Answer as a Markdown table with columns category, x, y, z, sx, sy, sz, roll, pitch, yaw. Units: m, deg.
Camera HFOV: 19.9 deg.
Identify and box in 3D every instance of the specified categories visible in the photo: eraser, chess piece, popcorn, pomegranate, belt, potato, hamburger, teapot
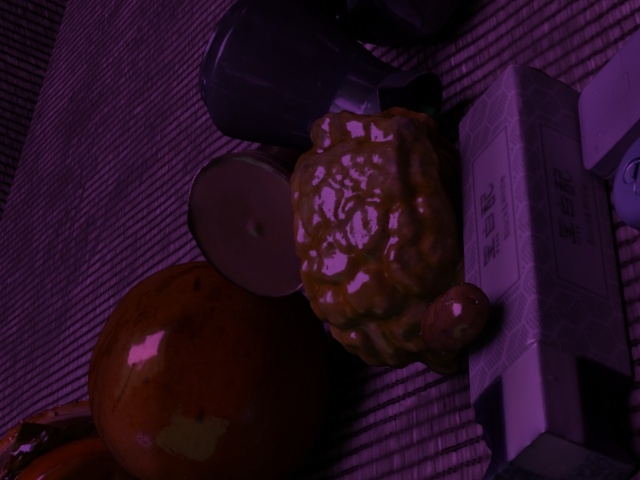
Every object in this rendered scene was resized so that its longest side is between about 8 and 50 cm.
| category | x | y | z | sx | sy | sz | roll | pitch | yaw |
| --- | --- | --- | --- | --- | --- | --- | --- | --- | --- |
| eraser | 0.177 | 0.031 | 1.480 | 0.098 | 0.096 | 0.404 | -49 | 27 | 39 |
| chess piece | -0.062 | -0.038 | 1.869 | 0.307 | 0.138 | 0.124 | -88 | 18 | -81 |
| popcorn | 0.063 | -0.020 | 1.638 | 0.173 | 0.225 | 0.286 | -17 | 37 | 13 |
| pomegranate | -0.113 | 0.147 | 1.870 | 0.264 | 0.264 | 0.264 | -51 | 26 | 38 |
| belt | 0.049 | -0.296 | 1.998 | 0.164 | 0.184 | 0.289 | -61 | 19 | -11 |
| potato | 0.107 | 0.062 | 1.432 | 0.083 | 0.040 | 0.051 | 146 | 131 | -62 |
| hamburger | -0.261 | 0.318 | 2.034 | 0.291 | 0.291 | 0.225 | -65 | 25 | 9 |
| teapot | 0.005 | -0.145 | 1.904 | 0.171 | 0.225 | 0.203 | -51 | -28 | -22 |

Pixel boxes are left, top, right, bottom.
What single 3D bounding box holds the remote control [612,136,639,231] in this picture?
| category | x | y | z | sx | sy | sz | roll | pitch | yaw |
| --- | --- | --- | --- | --- | --- | --- | --- | --- | --- |
| remote control | 0.297 | -0.061 | 1.345 | 0.244 | 0.047 | 0.087 | -21 | 47 | 61 |

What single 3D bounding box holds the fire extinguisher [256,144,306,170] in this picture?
| category | x | y | z | sx | sy | sz | roll | pitch | yaw |
| --- | --- | --- | --- | --- | --- | --- | --- | --- | --- |
| fire extinguisher | -0.046 | -0.086 | 2.198 | 0.089 | 0.072 | 0.268 | -19 | -28 | -53 |

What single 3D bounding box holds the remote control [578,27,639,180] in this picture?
| category | x | y | z | sx | sy | sz | roll | pitch | yaw |
| --- | --- | --- | --- | --- | --- | --- | --- | --- | --- |
| remote control | 0.292 | -0.156 | 1.469 | 0.250 | 0.034 | 0.103 | -50 | 27 | 40 |
